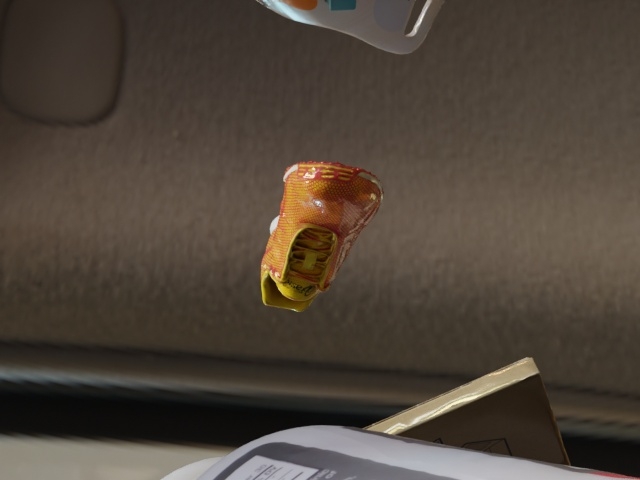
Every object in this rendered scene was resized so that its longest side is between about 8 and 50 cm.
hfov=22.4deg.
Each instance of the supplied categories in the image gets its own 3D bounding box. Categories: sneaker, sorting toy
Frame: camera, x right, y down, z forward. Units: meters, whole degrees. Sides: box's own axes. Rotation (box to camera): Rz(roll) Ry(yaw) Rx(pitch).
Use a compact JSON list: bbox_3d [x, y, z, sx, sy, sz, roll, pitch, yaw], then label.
[{"bbox_3d":[0.000,0.000,1.001,0.064,0.067,0.175,11,-22,-3],"label":"sneaker"},{"bbox_3d":[0.023,-0.114,0.648,0.075,0.045,0.083,34,-94,-31],"label":"sorting toy"}]

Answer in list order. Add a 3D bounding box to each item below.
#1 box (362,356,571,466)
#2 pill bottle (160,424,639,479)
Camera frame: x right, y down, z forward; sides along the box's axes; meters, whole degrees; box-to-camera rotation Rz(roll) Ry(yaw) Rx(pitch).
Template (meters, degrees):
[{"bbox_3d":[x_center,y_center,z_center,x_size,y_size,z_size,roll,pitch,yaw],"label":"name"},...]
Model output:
[{"bbox_3d":[0.091,0.178,1.264,0.201,0.021,0.164,-24,-40,2],"label":"box"},{"bbox_3d":[0.031,0.167,0.651,0.176,0.176,0.318,41,-20,-24],"label":"pill bottle"}]
